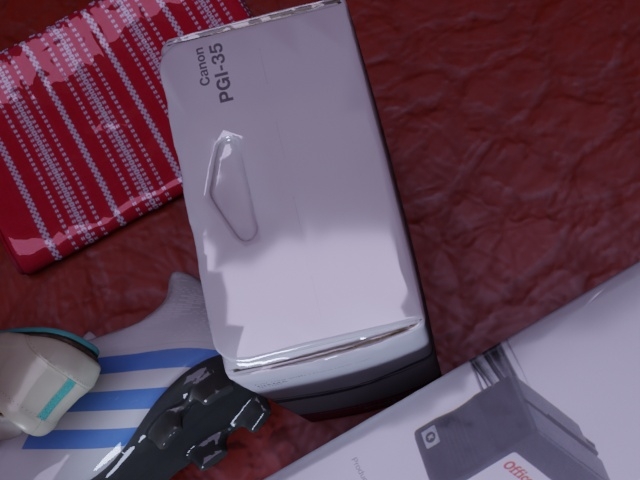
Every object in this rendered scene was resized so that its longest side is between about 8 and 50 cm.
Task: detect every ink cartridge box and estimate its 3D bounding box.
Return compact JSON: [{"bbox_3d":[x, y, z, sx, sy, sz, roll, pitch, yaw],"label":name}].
[{"bbox_3d":[0.117,0.149,0.705,0.307,0.223,0.129,-30,73,-1],"label":"ink cartridge box"},{"bbox_3d":[0.000,0.000,0.727,0.117,0.283,0.207,-14,75,4],"label":"ink cartridge box"}]

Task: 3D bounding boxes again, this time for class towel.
[{"bbox_3d":[-0.172,-0.115,0.912,0.275,0.031,0.199,-29,75,0],"label":"towel"}]

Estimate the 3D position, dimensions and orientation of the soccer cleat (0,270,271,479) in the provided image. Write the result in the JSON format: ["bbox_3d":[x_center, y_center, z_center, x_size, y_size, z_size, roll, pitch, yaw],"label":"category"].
[{"bbox_3d":[-0.183,0.157,0.817,0.331,0.116,0.143,-38,49,2],"label":"soccer cleat"}]

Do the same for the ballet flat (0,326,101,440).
[{"bbox_3d":[-0.243,0.100,0.779,0.086,0.248,0.086,2,86,-37],"label":"ballet flat"}]
